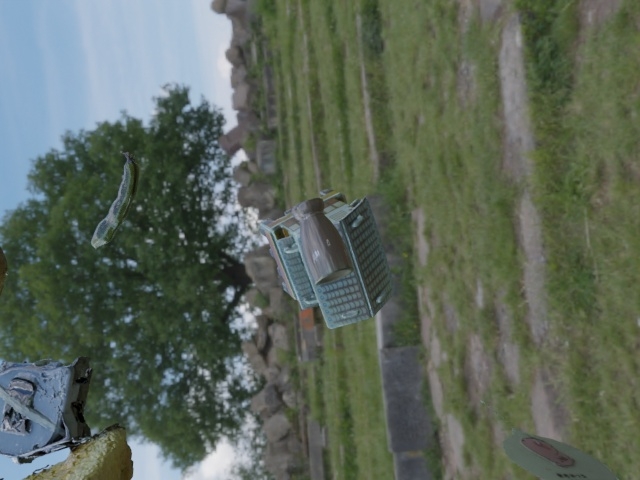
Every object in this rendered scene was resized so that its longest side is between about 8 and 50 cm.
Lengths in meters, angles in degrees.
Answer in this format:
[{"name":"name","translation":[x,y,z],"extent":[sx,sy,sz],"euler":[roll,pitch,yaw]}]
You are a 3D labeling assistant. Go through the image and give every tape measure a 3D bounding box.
[{"name":"tape measure","translation":[-0.249,0.149,0.564],"extent":[0.054,0.094,0.091],"euler":[44,-140,-74]}]

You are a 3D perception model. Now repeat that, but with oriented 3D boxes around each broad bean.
[{"name":"broad bean","translation":[-0.430,-0.077,1.355],"extent":[0.039,0.069,0.226],"euler":[1,-65,-64]}]

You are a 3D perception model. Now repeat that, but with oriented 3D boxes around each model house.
[{"name":"model house","translation":[0.020,0.025,1.280],"extent":[0.215,0.199,0.224],"euler":[29,143,56]}]

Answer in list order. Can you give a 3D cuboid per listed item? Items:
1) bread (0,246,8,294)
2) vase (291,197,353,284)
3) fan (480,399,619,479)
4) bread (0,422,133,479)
[{"name":"bread","translation":[-0.482,0.074,0.731],"extent":[0.207,0.056,0.286],"euler":[50,-152,-34]},{"name":"vase","translation":[0.000,0.000,0.792],"extent":[0.053,0.053,0.100],"euler":[79,170,-76]},{"name":"fan","translation":[0.347,0.327,1.052],"extent":[0.310,0.182,0.010],"euler":[-147,69,-66]},{"name":"bread","translation":[-0.333,0.370,0.845],"extent":[0.133,0.252,0.174],"euler":[11,108,44]}]
